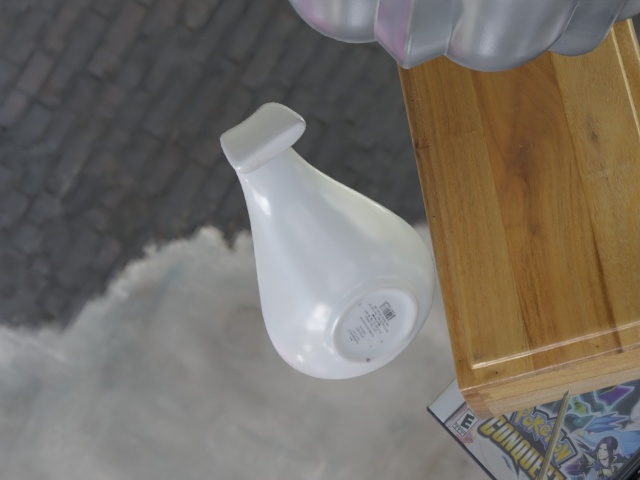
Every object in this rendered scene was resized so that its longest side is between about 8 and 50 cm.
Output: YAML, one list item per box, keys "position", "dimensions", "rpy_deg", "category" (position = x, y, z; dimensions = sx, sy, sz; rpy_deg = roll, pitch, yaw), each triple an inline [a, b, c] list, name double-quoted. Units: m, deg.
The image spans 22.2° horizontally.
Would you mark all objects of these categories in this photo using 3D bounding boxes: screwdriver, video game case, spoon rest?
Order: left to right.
- position: [0.000, 0.000, 1.162]
  dimensions: [0.137, 0.276, 0.084]
  rpy_deg: [-34, -134, -5]
  category: "spoon rest"
- position: [0.123, 0.148, 0.912]
  dimensions: [0.170, 0.025, 0.024]
  rpy_deg: [-57, 172, -41]
  category: "screwdriver"
- position: [0.281, 0.184, 1.862]
  dimensions: [0.248, 0.035, 0.275]
  rpy_deg: [-47, -138, 2]
  category: "video game case"

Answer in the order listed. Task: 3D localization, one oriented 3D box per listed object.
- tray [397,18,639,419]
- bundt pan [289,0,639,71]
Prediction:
- position: [0.184, -0.073, 1.363]
  dimensions: [0.203, 0.076, 0.411]
  rpy_deg: [-17, -122, 14]
  category: "tray"
- position: [0.082, -0.227, 0.975]
  dimensions: [0.124, 0.331, 0.331]
  rpy_deg: [96, 15, -52]
  category: "bundt pan"
